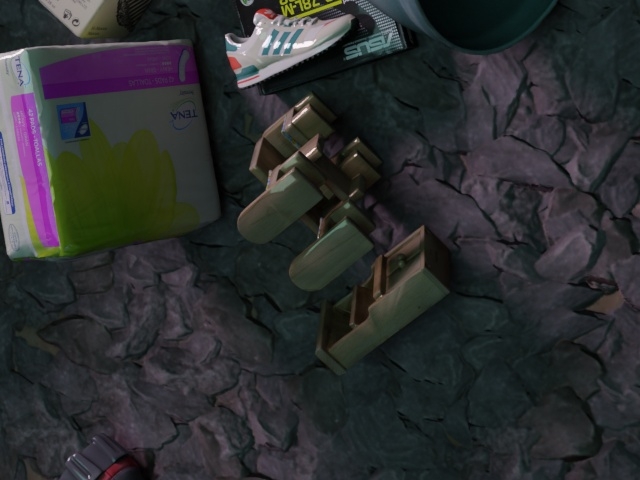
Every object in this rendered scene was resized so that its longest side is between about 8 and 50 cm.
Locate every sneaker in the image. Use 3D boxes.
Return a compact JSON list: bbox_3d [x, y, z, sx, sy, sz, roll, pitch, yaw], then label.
[{"bbox_3d":[-0.037,-0.225,1.470,0.161,0.057,0.075,-22,96,29],"label":"sneaker"}]

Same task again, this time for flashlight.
[{"bbox_3d":[-0.190,0.369,1.651,0.304,0.103,0.103,39,108,15],"label":"flashlight"}]

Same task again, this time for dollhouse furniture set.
[{"bbox_3d":[0.000,0.000,1.456,0.161,0.212,0.242,-39,109,22],"label":"dollhouse furniture set"}]

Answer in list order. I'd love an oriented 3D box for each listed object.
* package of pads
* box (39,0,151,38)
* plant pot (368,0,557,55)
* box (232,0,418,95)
[{"bbox_3d":[-0.235,-0.101,1.490,0.101,0.296,0.229,-5,97,32],"label":"package of pads"},{"bbox_3d":[-0.208,-0.365,1.541,0.094,0.113,0.275,44,113,11],"label":"box"},{"bbox_3d":[0.108,-0.348,1.331,0.196,0.293,0.293,23,107,39],"label":"plant pot"},{"bbox_3d":[-0.005,-0.275,1.503,0.191,0.045,0.184,-14,91,25],"label":"box"}]
